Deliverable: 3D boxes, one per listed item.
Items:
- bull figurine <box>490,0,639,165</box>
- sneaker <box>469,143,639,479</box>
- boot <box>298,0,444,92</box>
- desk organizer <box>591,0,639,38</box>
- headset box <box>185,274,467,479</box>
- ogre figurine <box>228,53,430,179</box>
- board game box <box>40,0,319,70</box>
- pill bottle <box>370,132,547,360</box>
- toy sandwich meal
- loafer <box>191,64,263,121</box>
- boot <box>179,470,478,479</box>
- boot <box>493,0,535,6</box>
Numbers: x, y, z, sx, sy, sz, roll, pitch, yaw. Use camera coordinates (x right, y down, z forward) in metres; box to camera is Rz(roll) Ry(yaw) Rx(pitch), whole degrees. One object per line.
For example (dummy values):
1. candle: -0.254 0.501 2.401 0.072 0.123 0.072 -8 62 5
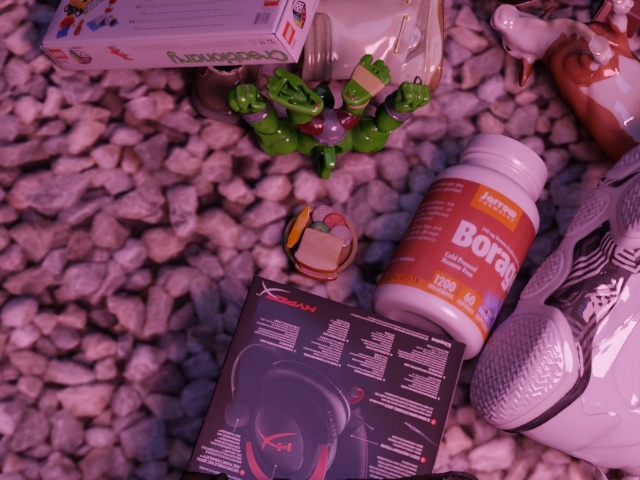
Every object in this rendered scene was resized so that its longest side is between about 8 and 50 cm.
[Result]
1. bull figurine: 0.312 -0.161 1.410 0.101 0.188 0.310 -40 83 -9
2. sneaker: 0.324 0.068 1.287 0.210 0.137 0.366 36 92 -18
3. boot: 0.051 -0.267 1.472 0.165 0.077 0.213 2 70 -4
4. desk organizer: 0.366 -0.302 1.543 0.050 0.047 0.130 27 67 2
5. headset box: -0.010 0.210 1.247 0.218 0.110 0.293 17 66 0
6. ogre figurine: 0.004 -0.127 1.385 0.197 0.118 0.097 -20 67 -16
7. board game box: -0.131 -0.270 1.375 0.305 0.053 0.193 3 62 33
8. pill bottle: 0.147 0.002 1.347 0.121 0.121 0.216 27 67 4
9. toy sandwich meal: 0.000 0.000 1.379 0.085 0.029 0.086 3 67 -6
10. loafer: -0.085 -0.253 1.441 0.094 0.087 0.251 6 67 -5
11. boot: 0.007 0.353 1.098 0.260 0.131 0.348 3 104 2
12. boot: 0.312 -0.349 1.491 0.305 0.112 0.115 -23 55 5
